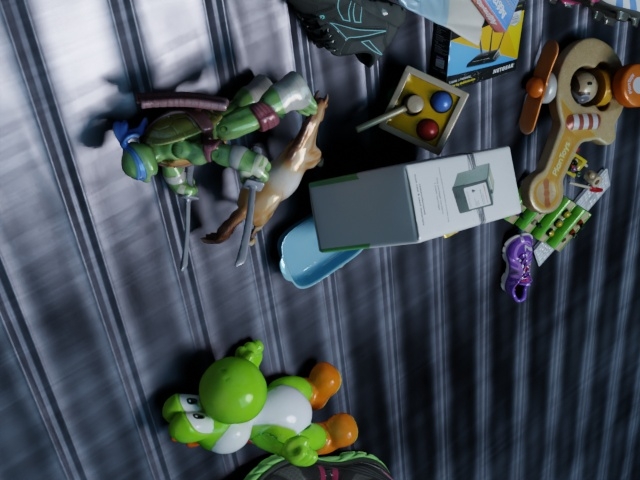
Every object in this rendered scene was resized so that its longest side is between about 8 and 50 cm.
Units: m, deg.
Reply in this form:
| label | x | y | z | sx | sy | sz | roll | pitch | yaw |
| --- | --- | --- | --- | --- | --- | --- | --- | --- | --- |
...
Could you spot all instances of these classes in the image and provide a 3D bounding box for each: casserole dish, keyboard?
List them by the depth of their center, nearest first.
| label | x | y | z | sx | sy | sz | roll | pitch | yaw |
| --- | --- | --- | --- | --- | --- | --- | --- | --- | --- |
| casserole dish | 0.000 | 0.000 | 1.626 | 0.188 | 0.037 | 0.114 | -34 | 121 | -24 |
| keyboard | 0.562 | -0.052 | 2.165 | 0.256 | 0.014 | 0.072 | -47 | 139 | -9 |

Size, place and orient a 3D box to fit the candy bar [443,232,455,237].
| label | x | y | z | sx | sy | sz | roll | pitch | yaw |
| --- | --- | --- | --- | --- | --- | --- | --- | --- | --- |
| candy bar | 0.254 | -0.078 | 1.847 | 0.040 | 0.018 | 0.161 | -24 | 131 | -32 |

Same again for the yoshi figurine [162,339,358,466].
| label | x | y | z | sx | sy | sz | roll | pitch | yaw |
| --- | --- | --- | --- | --- | --- | --- | --- | --- | --- |
| yoshi figurine | -0.086 | 0.277 | 1.642 | 0.362 | 0.203 | 0.203 | 7 | 95 | -44 |

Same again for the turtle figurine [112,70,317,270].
| label | x | y | z | sx | sy | sz | roll | pitch | yaw |
| --- | --- | --- | --- | --- | --- | --- | --- | --- | --- |
| turtle figurine | -0.125 | -0.104 | 1.335 | 0.266 | 0.274 | 0.198 | -38 | 171 | -25 |

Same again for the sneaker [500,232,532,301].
| label | x | y | z | sx | sy | sz | roll | pitch | yaw |
| --- | --- | --- | --- | --- | --- | --- | --- | --- | --- |
| sneaker | 0.428 | 0.058 | 2.052 | 0.068 | 0.071 | 0.170 | -13 | 127 | -11 |

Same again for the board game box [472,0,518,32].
| label | x | y | z | sx | sy | sz | roll | pitch | yaw |
| --- | --- | --- | --- | --- | --- | --- | --- | --- | --- |
| board game box | 0.249 | -0.469 | 1.525 | 0.281 | 0.027 | 0.145 | 40 | 67 | -45 |

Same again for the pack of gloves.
| label | x | y | z | sx | sy | sz | roll | pitch | yaw |
| --- | --- | --- | --- | --- | --- | --- | --- | --- | --- |
| pack of gloves | 0.186 | -0.435 | 1.525 | 0.232 | 0.046 | 0.195 | 13 | 87 | -46 |

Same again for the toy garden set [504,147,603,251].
| label | x | y | z | sx | sy | sz | roll | pitch | yaw |
| --- | --- | --- | --- | --- | --- | --- | --- | --- | --- |
| toy garden set | 0.513 | -0.083 | 2.027 | 0.244 | 0.049 | 0.204 | 24 | 109 | -45 |

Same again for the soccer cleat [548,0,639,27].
| label | x | y | z | sx | sy | sz | roll | pitch | yaw |
| --- | --- | --- | --- | --- | --- | --- | --- | --- | --- |
| soccer cleat | 0.492 | -0.486 | 1.748 | 0.331 | 0.116 | 0.143 | 5 | 96 | -48 |

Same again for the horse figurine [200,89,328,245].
| label | x | y | z | sx | sy | sz | roll | pitch | yaw |
| --- | --- | --- | --- | --- | --- | --- | --- | --- | --- |
| horse figurine | -0.068 | -0.085 | 1.446 | 0.263 | 0.066 | 0.174 | -47 | 172 | -13 |

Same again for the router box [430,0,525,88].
| label | x | y | z | sx | sy | sz | roll | pitch | yaw |
| --- | --- | --- | --- | --- | --- | --- | --- | --- | --- |
| router box | 0.269 | -0.339 | 1.663 | 0.179 | 0.046 | 0.133 | -23 | 129 | -32 |

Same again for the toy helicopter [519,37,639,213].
| label | x | y | z | sx | sy | sz | roll | pitch | yaw |
| --- | --- | --- | --- | --- | --- | --- | --- | --- | --- |
| toy helicopter | 0.464 | -0.223 | 1.851 | 0.235 | 0.140 | 0.355 | 27 | 84 | -27 |

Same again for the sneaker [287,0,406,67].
| label | x | y | z | sx | sy | sz | roll | pitch | yaw |
| --- | --- | --- | --- | --- | --- | --- | --- | --- | --- |
| sneaker | 0.022 | -0.321 | 1.397 | 0.267 | 0.101 | 0.106 | 9 | 112 | -46 |

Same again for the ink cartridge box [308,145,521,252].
| label | x | y | z | sx | sy | sz | roll | pitch | yaw |
| --- | --- | --- | --- | --- | --- | --- | --- | --- | --- |
| ink cartridge box | 0.157 | -0.068 | 1.577 | 0.289 | 0.211 | 0.121 | -14 | 95 | -46 |

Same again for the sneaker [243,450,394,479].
| label | x | y | z | sx | sy | sz | roll | pitch | yaw |
| --- | --- | --- | --- | --- | --- | --- | --- | --- | --- |
| sneaker | 0.003 | 0.522 | 1.865 | 0.483 | 0.202 | 0.185 | -1 | 116 | -44 |

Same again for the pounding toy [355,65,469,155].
| label | x | y | z | sx | sy | sz | roll | pitch | yaw |
| --- | --- | --- | --- | --- | --- | --- | --- | --- | --- |
| pounding toy | 0.150 | -0.209 | 1.578 | 0.130 | 0.141 | 0.100 | -65 | 176 | 11 |
